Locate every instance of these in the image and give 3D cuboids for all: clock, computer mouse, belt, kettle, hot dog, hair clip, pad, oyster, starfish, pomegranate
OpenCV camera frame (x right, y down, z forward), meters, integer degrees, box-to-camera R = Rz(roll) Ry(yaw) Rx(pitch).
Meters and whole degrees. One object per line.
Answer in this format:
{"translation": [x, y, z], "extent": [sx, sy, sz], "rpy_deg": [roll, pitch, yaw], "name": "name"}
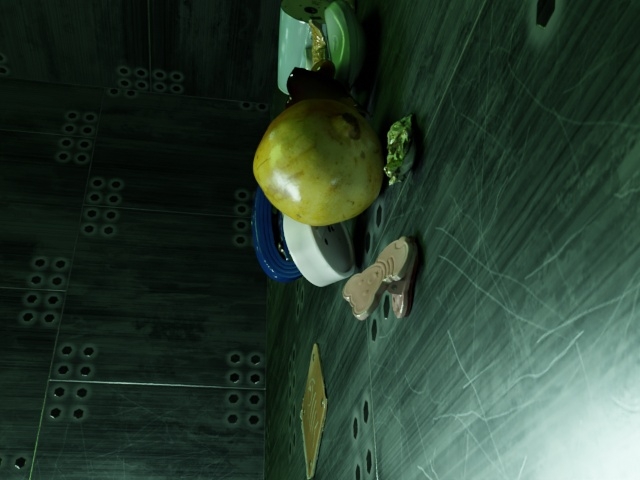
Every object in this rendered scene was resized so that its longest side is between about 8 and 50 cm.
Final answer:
{"translation": [0.000, 0.000, 1.607], "extent": [0.197, 0.068, 0.197], "rpy_deg": [45, -148, -39], "name": "clock"}
{"translation": [0.063, -0.451, 1.716], "extent": [0.331, 0.095, 0.197], "rpy_deg": [-81, -14, -84], "name": "computer mouse"}
{"translation": [-0.093, -0.055, 2.127], "extent": [0.117, 0.212, 0.346], "rpy_deg": [126, 143, -75], "name": "belt"}
{"translation": [-0.037, -0.496, 1.941], "extent": [0.210, 0.160, 0.243], "rpy_deg": [-109, 23, -45], "name": "kettle"}
{"translation": [0.019, -0.306, 1.650], "extent": [0.326, 0.194, 0.107], "rpy_deg": [101, 176, -63], "name": "hot dog"}
{"translation": [0.102, 0.060, 1.193], "extent": [0.123, 0.102, 0.138], "rpy_deg": [-109, 25, -61], "name": "hair clip"}
{"translation": [-0.020, 0.473, 2.039], "extent": [0.284, 0.018, 0.286], "rpy_deg": [-101, 19, -61], "name": "pad"}
{"translation": [0.138, -0.158, 1.240], "extent": [0.165, 0.053, 0.108], "rpy_deg": [-88, 17, -64], "name": "oyster"}
{"translation": [0.002, -0.437, 1.745], "extent": [0.240, 0.043, 0.227], "rpy_deg": [-87, -8, -52], "name": "starfish"}
{"translation": [0.003, -0.155, 1.443], "extent": [0.264, 0.264, 0.264], "rpy_deg": [-176, 90, -81], "name": "pomegranate"}

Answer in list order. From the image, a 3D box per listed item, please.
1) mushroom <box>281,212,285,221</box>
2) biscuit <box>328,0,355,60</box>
{"translation": [-0.011, -0.045, 1.945], "extent": [0.285, 0.156, 0.151], "rpy_deg": [-97, -14, -53], "name": "mushroom"}
{"translation": [0.051, -0.603, 2.020], "extent": [0.290, 0.038, 0.141], "rpy_deg": [114, 159, -64], "name": "biscuit"}
